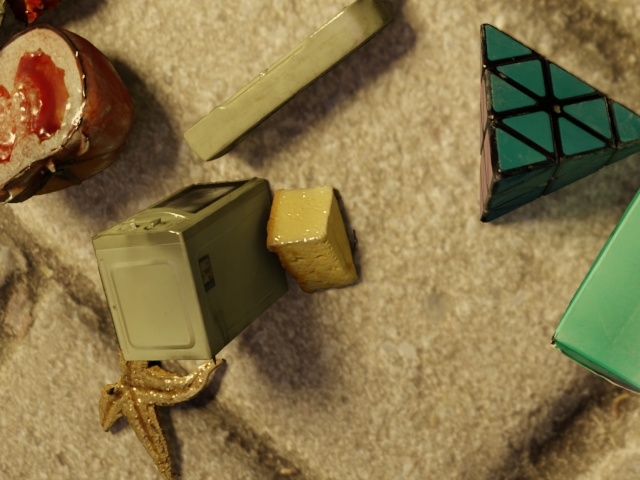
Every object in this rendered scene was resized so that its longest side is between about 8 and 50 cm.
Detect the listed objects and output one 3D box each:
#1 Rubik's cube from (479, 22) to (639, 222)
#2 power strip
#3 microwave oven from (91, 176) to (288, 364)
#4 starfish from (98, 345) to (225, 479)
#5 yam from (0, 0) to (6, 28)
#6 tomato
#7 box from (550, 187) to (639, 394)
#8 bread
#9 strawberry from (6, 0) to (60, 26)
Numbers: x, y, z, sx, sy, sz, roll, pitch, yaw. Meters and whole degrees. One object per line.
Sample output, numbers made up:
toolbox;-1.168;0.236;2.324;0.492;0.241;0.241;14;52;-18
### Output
Rubik's cube;0.185;-0.064;1.084;0.211;0.178;0.190;31;122;13
power strip;-0.034;-0.175;1.198;0.286;0.080;0.048;-35;98;29
microwave oven;-0.143;0.029;1.249;0.129;0.205;0.163;-2;107;25
starfish;-0.211;0.190;1.431;0.138;0.050;0.247;29;121;10
yam;-0.455;-0.246;1.288;0.154;0.154;0.254;58;145;-5
tomato;-0.303;-0.131;1.289;0.214;0.155;0.180;-26;72;24
box;0.345;-0.031;1.005;0.118;0.205;0.311;33;118;13
bread;0.000;0.000;1.282;0.084;0.080;0.109;-8;140;27
strawberry;-0.319;-0.400;1.233;0.233;0.138;0.306;45;148;24
